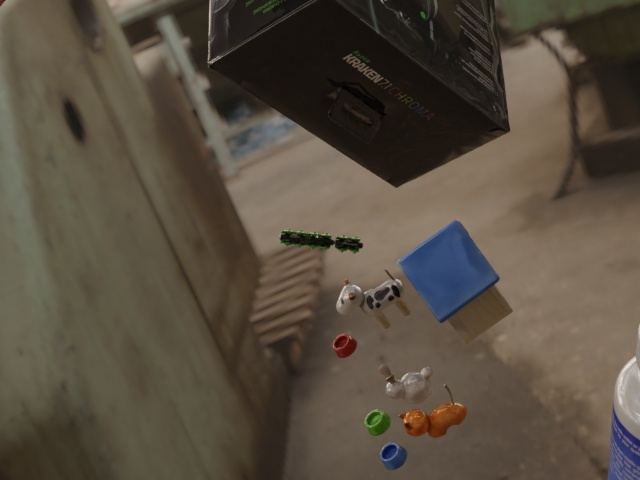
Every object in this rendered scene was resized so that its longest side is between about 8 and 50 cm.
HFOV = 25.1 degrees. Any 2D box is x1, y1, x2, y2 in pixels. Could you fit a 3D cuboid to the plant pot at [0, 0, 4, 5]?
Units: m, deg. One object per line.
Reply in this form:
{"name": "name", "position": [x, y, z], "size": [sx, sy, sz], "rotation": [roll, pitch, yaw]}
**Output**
{"name": "plant pot", "position": [-0.206, -0.353, 1.036], "size": [0.265, 0.272, 0.272], "rotation": [-39, 23, -22]}

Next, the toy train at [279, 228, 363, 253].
{"name": "toy train", "position": [0.000, 0.000, 1.395], "size": [0.083, 0.017, 0.023], "rotation": [6, 4, -10]}

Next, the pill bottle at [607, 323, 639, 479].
{"name": "pill bottle", "position": [0.376, 0.203, 1.483], "size": [0.152, 0.272, 0.152], "rotation": [-3, 35, 2]}

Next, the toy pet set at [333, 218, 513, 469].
{"name": "toy pet set", "position": [0.051, 0.046, 0.827], "size": [0.114, 0.065, 0.122], "rotation": [-36, 35, 6]}

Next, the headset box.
{"name": "headset box", "position": [0.034, -0.215, 1.237], "size": [0.131, 0.246, 0.283], "rotation": [-26, 52, 33]}
